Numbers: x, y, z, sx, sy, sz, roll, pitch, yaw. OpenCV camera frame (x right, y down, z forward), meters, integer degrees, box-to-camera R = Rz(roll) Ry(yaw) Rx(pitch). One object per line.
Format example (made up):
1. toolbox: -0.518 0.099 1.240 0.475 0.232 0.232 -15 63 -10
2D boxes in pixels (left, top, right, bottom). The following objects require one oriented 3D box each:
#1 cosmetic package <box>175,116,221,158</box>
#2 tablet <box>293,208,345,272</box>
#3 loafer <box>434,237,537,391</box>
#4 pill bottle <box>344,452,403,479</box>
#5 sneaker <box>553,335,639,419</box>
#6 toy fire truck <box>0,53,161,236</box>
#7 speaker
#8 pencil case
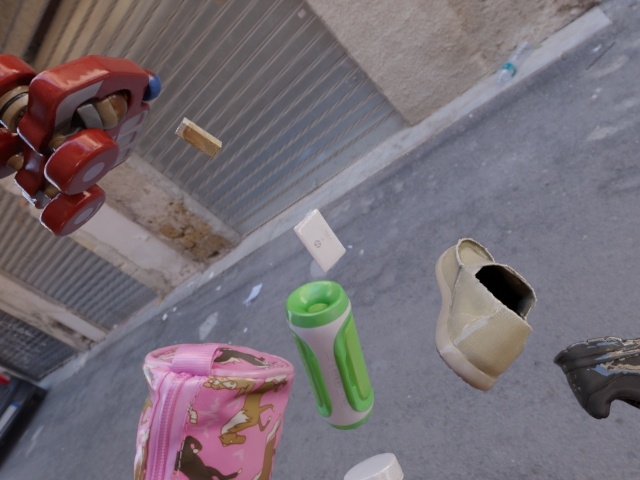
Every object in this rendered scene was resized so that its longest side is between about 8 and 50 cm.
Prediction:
1. cosmetic package: -0.322 -0.272 1.100 0.041 0.115 0.060 -51 27 15
2. tablet: 0.000 0.000 0.614 0.054 0.083 0.006 -45 18 -30
3. loafer: 0.201 0.064 0.497 0.092 0.102 0.268 -47 6 29
4. pill bottle: 0.150 0.563 0.781 0.153 0.271 0.152 -22 -13 -5
5. sneaker: 0.532 0.203 0.640 0.287 0.109 0.130 -18 57 16
6. toy fire truck: -0.364 -0.170 0.640 0.302 0.169 0.253 -39 13 46
7. speaker: 0.024 0.230 0.812 0.131 0.296 0.131 -12 26 6
8. pencil case: -0.127 0.293 0.413 0.167 0.160 0.385 168 113 -67
